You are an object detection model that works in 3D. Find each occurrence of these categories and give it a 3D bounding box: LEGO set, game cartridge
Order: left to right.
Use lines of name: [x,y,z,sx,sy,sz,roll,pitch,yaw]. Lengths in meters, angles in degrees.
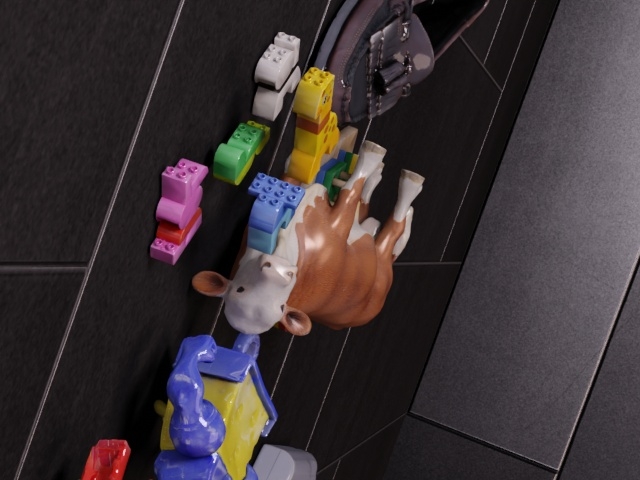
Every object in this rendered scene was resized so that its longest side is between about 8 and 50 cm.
game cartridge: [-0.087,0.388,1.628,0.196,0.060,0.294,38,73,-73]
LEGO set: [-0.036,-0.080,1.009,0.093,0.087,0.227,97,17,-48]

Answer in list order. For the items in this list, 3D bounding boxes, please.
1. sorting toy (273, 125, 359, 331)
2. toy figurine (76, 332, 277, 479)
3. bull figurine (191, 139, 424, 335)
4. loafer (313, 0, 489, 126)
sorting toy: [0.015,-0.044,1.380,0.132,0.046,0.274,-42,150,-65]
toy figurine: [-0.058,0.184,1.103,0.362,0.191,0.217,70,29,-54]
bull figurine: [0.000,0.000,1.197,0.188,0.101,0.310,-64,162,0]
loafer: [0.080,-0.197,1.291,0.302,0.095,0.109,-56,157,-50]
